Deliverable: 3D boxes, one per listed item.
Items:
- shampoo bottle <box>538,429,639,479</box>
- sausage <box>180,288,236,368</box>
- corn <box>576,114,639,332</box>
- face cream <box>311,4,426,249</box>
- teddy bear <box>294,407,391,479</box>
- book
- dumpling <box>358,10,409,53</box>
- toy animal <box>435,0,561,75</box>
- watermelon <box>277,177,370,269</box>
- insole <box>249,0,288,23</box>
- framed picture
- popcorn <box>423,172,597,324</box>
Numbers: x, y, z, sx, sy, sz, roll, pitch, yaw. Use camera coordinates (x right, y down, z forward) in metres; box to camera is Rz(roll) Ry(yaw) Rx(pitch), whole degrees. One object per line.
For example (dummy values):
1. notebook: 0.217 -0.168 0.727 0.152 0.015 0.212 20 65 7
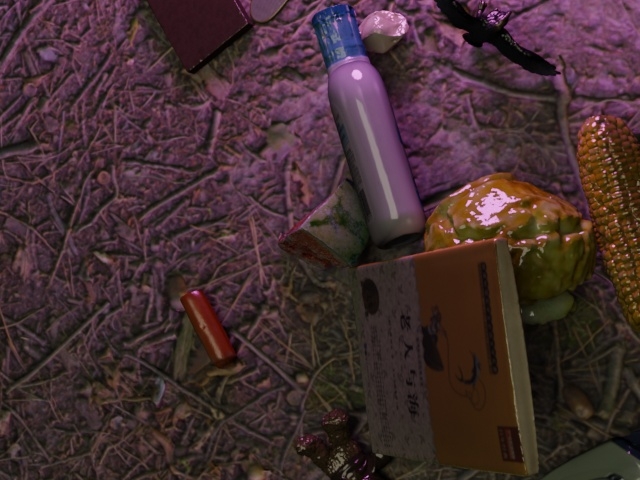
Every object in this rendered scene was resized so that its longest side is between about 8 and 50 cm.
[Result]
1. shampoo bottle: 0.336 0.359 1.419 0.359 0.078 0.134 -44 70 18
2. sausage: -0.169 0.136 1.667 0.039 0.041 0.131 -30 78 -1
3. corn: 0.392 -0.021 1.383 0.101 0.101 0.291 -19 83 23
4. face cream: 0.063 -0.158 1.502 0.080 0.163 0.336 -16 82 -1
5. teddy bear: 0.039 0.323 1.561 0.119 0.078 0.160 -40 91 -3
6. book: 0.139 0.147 1.372 0.389 0.032 0.269 163 101 -65
7. dumpling: 0.086 -0.296 1.556 0.052 0.057 0.076 35 140 -14
8. toy animal: 0.224 -0.284 1.458 0.220 0.108 0.062 32 101 -15
9. watermelon: 0.000 0.004 1.558 0.158 0.121 0.098 -36 98 24
10. insole: -0.053 -0.411 1.635 0.064 0.004 0.188 32 103 20
11. framed picture: -0.193 -0.363 1.688 0.128 0.023 0.168 -35 76 21
12. popcorn: 0.237 0.009 1.395 0.221 0.204 0.183 19 107 46
